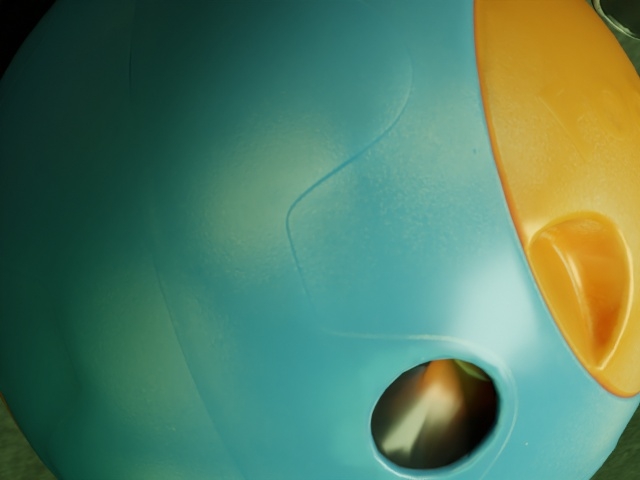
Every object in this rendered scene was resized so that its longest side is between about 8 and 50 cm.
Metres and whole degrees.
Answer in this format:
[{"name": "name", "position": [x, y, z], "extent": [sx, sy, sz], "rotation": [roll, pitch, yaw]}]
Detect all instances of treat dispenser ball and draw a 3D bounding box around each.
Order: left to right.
[{"name": "treat dispenser ball", "position": [0.000, 0.000, 0.782], "extent": [0.288, 0.288, 0.288], "rotation": [-17, 150, -10]}]

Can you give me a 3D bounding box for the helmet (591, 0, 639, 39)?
[{"name": "helmet", "position": [0.181, -0.165, 0.773], "extent": [0.161, 0.169, 0.169], "rotation": [-23, 154, 32]}]
